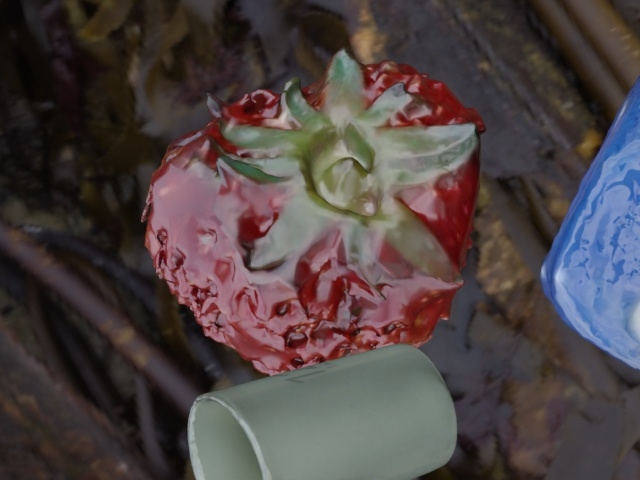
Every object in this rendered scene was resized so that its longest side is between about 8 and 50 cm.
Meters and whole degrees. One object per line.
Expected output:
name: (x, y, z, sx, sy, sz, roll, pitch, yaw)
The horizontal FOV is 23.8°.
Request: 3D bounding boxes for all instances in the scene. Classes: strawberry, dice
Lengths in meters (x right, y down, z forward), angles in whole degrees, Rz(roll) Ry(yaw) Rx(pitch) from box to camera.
strawberry: (0.000, 0.000, 0.852, 0.184, 0.187, 0.201, 17, 146, 13)
dice: (0.206, -0.008, 0.807, 0.143, 0.146, 0.146, 30, 117, 6)

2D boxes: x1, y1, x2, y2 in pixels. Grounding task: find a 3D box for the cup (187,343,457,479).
cup: (-0.003, 0.072, 0.543, 0.075, 0.083, 0.054, -26, 81, 59)
